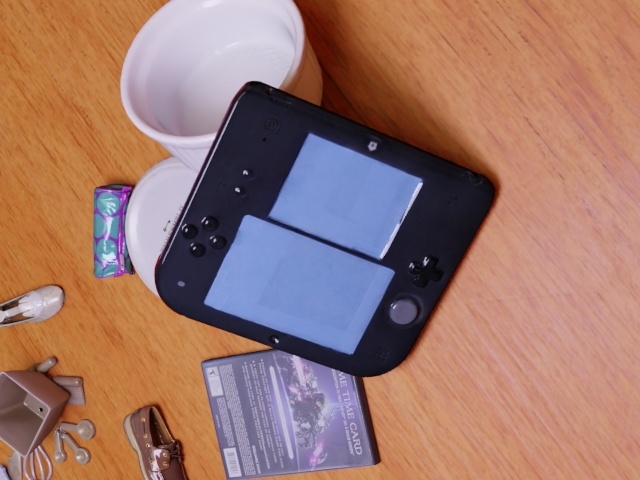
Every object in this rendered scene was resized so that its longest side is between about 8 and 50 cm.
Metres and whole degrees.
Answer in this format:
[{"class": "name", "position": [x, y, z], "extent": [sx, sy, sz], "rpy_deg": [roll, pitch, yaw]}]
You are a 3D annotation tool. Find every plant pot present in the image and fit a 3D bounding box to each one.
[{"class": "plant pot", "position": [-0.489, 0.281, 2.055], "extent": [0.109, 0.096, 0.109], "rpy_deg": [34, 110, 14]}]

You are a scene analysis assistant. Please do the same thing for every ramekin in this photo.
[{"class": "ramekin", "position": [-0.173, -0.015, 1.842], "extent": [0.273, 0.127, 0.272], "rpy_deg": [5, 99, 30]}, {"class": "ramekin", "position": [-0.130, -0.223, 1.724], "extent": [0.277, 0.135, 0.277], "rpy_deg": [-10, 60, 17]}]

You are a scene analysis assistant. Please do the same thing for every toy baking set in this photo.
[{"class": "toy baking set", "position": [-0.494, 0.324, 2.132], "extent": [0.256, 0.030, 0.196], "rpy_deg": [-30, 81, 30]}]

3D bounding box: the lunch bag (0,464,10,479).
[{"class": "lunch bag", "position": [-0.589, 0.451, 2.193], "extent": [0.083, 0.053, 0.071], "rpy_deg": [-33, 82, 23]}]

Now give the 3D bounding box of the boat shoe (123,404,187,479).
[{"class": "boat shoe", "position": [-0.258, 0.350, 1.976], "extent": [0.060, 0.064, 0.178], "rpy_deg": [-37, 75, 31]}]

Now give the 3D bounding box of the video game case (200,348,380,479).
[{"class": "video game case", "position": [-0.051, 0.261, 1.866], "extent": [0.274, 0.026, 0.196], "rpy_deg": [-13, 90, 30]}]

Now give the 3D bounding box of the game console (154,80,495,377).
[{"class": "game console", "position": [0.000, 0.000, 1.652], "extent": [0.387, 0.060, 0.342], "rpy_deg": [21, 114, -18]}]

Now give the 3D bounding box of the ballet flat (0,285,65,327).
[{"class": "ballet flat", "position": [-0.514, 0.121, 2.103], "extent": [0.168, 0.052, 0.057], "rpy_deg": [-22, 85, 31]}]

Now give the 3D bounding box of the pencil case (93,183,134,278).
[{"class": "pencil case", "position": [-0.335, -0.016, 1.974], "extent": [0.070, 0.064, 0.151], "rpy_deg": [10, 103, 45]}]
